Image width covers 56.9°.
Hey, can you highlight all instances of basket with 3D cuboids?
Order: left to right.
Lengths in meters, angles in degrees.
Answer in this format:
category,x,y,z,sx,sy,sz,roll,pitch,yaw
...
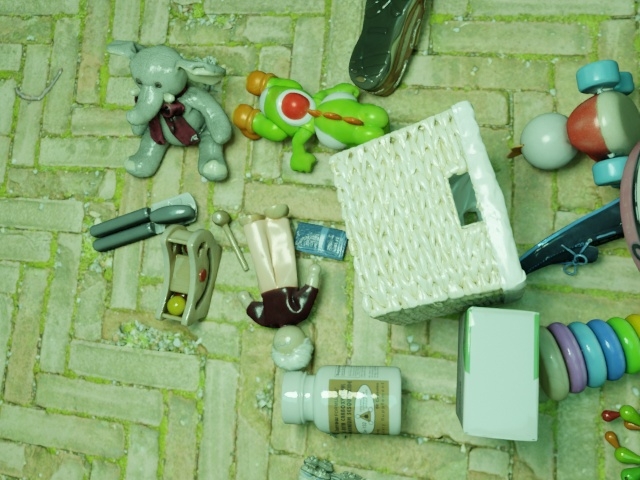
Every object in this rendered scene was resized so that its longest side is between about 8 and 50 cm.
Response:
category,x,y,z,sx,sy,sz,roll,pitch,yaw
basket,0.210,-0.023,1.106,0.266,0.331,0.328,-16,76,16

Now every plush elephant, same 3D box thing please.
category,x,y,z,sx,sy,sz,roll,pitch,yaw
plush elephant,-0.337,-0.311,1.310,0.272,0.255,0.330,13,81,22

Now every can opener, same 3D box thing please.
category,x,y,z,sx,sy,sz,roll,pitch,yaw
can opener,-0.417,-0.045,1.378,0.280,0.093,0.074,-18,77,14

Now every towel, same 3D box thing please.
category,x,y,z,sx,sy,sz,roll,pitch,yaw
towel,0.000,0.000,1.298,0.119,0.029,0.067,12,82,15

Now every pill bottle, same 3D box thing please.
category,x,y,z,sx,sy,sz,roll,pitch,yaw
pill bottle,0.044,0.312,1.164,0.229,0.131,0.131,0,80,7

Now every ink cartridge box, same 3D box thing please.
category,x,y,z,sx,sy,sz,roll,pitch,yaw
ink cartridge box,0.307,0.230,1.054,0.117,0.278,0.201,3,80,11

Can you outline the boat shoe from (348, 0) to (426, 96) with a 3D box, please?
category,x,y,z,sx,sy,sz,roll,pitch,yaw
boat shoe,0.163,-0.472,1.303,0.123,0.120,0.324,25,93,34

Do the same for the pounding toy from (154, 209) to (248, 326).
category,x,y,z,sx,sy,sz,roll,pitch,yaw
pounding toy,-0.255,0.055,1.282,0.155,0.154,0.269,10,83,15

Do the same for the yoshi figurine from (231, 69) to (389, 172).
category,x,y,z,sx,sy,sz,roll,pitch,yaw
yoshi figurine,0.001,-0.262,1.301,0.362,0.203,0.203,19,44,30

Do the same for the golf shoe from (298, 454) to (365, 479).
category,x,y,z,sx,sy,sz,roll,pitch,yaw
golf shoe,0.035,0.507,1.187,0.176,0.069,0.086,22,105,19

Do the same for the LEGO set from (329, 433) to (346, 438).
category,x,y,z,sx,sy,sz,roll,pitch,yaw
LEGO set,0.049,0.381,1.222,0.083,0.023,0.054,-5,80,-1

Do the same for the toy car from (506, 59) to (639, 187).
category,x,y,z,sx,sy,sz,roll,pitch,yaw
toy car,0.490,-0.201,1.166,0.238,0.210,0.219,-11,85,40

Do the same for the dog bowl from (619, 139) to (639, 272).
category,x,y,z,sx,sy,sz,roll,pitch,yaw
dog bowl,0.684,-0.048,0.997,0.408,0.150,0.407,4,81,-24

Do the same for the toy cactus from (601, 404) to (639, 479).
category,x,y,z,sx,sy,sz,roll,pitch,yaw
toy cactus,0.620,0.384,1.051,0.181,0.112,0.219,-22,67,-2

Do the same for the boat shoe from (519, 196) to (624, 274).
category,x,y,z,sx,sy,sz,roll,pitch,yaw
boat shoe,0.508,0.005,1.139,0.258,0.109,0.089,-31,78,8

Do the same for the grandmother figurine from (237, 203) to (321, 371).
category,x,y,z,sx,sy,sz,roll,pitch,yaw
grandmother figurine,-0.092,0.108,1.255,0.208,0.104,0.342,-23,75,34

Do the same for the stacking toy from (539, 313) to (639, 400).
category,x,y,z,sx,sy,sz,roll,pitch,yaw
stacking toy,0.562,0.187,1.083,0.330,0.141,0.141,-16,76,6
